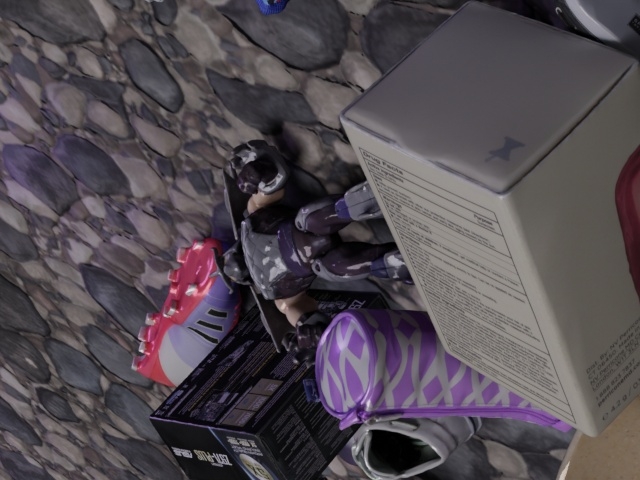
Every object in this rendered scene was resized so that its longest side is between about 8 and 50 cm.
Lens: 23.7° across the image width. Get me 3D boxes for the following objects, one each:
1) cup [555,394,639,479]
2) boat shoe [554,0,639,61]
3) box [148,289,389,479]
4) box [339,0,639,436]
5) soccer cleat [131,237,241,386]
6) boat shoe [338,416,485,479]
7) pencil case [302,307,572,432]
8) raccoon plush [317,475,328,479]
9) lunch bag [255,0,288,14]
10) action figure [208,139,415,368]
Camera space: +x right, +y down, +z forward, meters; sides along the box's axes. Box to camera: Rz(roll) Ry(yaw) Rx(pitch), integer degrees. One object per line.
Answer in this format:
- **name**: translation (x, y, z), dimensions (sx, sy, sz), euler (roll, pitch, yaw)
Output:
- **cup**: translation (0.295, 0.283, 1.076), dimensions (0.236, 0.331, 0.331), euler (12, 147, -4)
- **boat shoe**: translation (0.196, -0.108, 0.912), dimensions (0.142, 0.049, 0.040), euler (47, 164, -4)
- **box**: translation (-0.032, 0.128, 1.318), dimensions (0.147, 0.180, 0.078), euler (0, 128, 47)
- **box**: translation (0.135, -0.013, 0.970), dimensions (0.148, 0.127, 0.232), euler (30, 155, 43)
- **soccer cleat**: translation (-0.109, 0.073, 1.452), dimensions (0.095, 0.083, 0.248), euler (16, 147, -15)
- **boat shoe**: translation (0.060, 0.177, 1.379), dimensions (0.083, 0.076, 0.226), euler (45, 149, -5)
- **pencil case**: translation (0.097, 0.097, 1.130), dimensions (0.086, 0.206, 0.088), euler (-56, 41, 46)
- **raccoon plush**: translation (0.123, 0.381, 1.494), dimensions (0.446, 0.216, 0.299), euler (47, 160, 17)
- **lunch bag**: translation (-0.042, -0.315, 0.853), dimensions (0.293, 0.138, 0.221), euler (51, 151, 5)
- **action figure**: translation (0.000, 0.000, 1.195), dimensions (0.285, 0.099, 0.185), euler (-15, 104, 47)
